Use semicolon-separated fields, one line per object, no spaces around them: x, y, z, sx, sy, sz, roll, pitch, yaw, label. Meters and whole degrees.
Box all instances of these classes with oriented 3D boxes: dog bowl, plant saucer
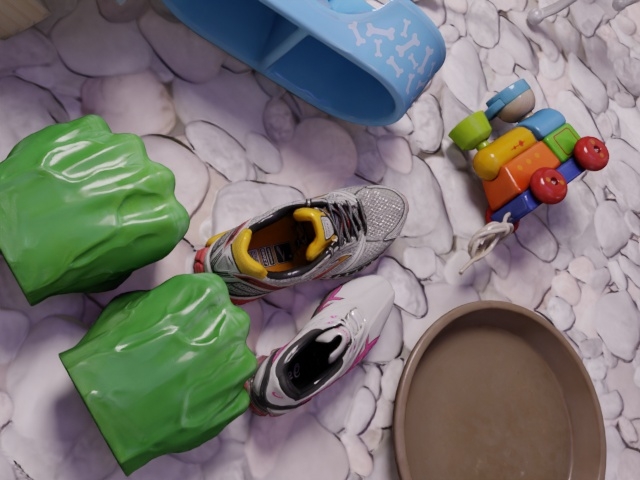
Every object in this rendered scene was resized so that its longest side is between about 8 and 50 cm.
-0.024;-0.207;0.688;0.297;0.166;0.074;29;76;-19;dog bowl
0.184;0.201;0.752;0.278;0.041;0.277;9;71;-27;plant saucer

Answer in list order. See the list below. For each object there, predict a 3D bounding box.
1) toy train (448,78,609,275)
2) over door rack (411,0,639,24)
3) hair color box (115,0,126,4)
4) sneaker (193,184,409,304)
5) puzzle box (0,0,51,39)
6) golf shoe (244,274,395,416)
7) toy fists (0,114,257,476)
0.193;-0.080;0.807;0.248;0.105;0.143;-32;82;-32;toy train
0.239;-0.407;0.928;0.324;0.108;0.239;-3;77;-15;over door rack
-0.170;-0.387;0.586;0.185;0.114;0.374;36;40;-36;hair color box
0.000;0.000;0.676;0.225;0.093;0.088;-23;88;-32;sneaker
-0.349;-0.357;0.493;0.052;0.272;0.408;-29;90;2;puzzle box
0.015;0.092;0.663;0.186;0.086;0.067;-41;96;-32;golf shoe
-0.154;0.038;0.582;0.142;0.096;0.279;-28;92;-22;toy fists
